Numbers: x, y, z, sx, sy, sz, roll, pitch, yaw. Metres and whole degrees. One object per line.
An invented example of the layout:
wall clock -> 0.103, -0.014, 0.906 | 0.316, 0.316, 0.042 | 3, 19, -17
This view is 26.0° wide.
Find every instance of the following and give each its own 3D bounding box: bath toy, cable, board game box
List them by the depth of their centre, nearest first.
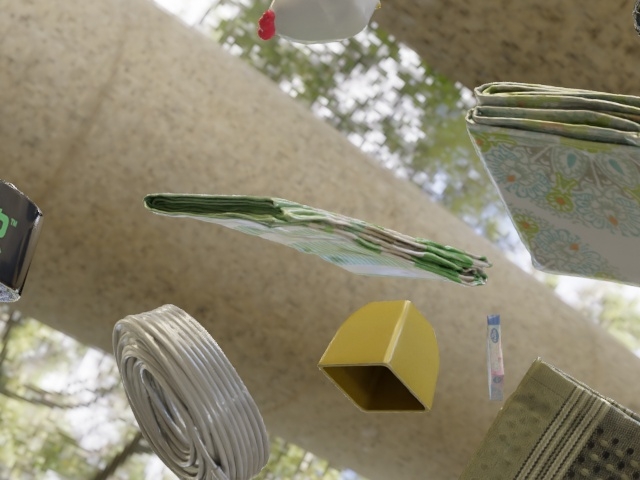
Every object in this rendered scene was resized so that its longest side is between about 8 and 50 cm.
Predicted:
bath toy -> -0.063, -0.330, 1.487 | 0.129, 0.151, 0.348 | -32, -121, 0
cable -> -0.166, 0.201, 1.743 | 0.089, 0.257, 0.257 | -27, -162, -25
board game box -> 0.239, 0.161, 1.898 | 0.020, 0.090, 0.090 | -4, -120, 4

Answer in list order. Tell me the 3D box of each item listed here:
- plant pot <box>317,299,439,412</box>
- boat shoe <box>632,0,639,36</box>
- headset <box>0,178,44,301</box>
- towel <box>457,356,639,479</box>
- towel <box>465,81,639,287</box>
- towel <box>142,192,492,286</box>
plant pot -> 0.061, 0.101, 1.269 | 0.081, 0.081, 0.083 | -6, -130, 39
boat shoe -> 0.491, -0.355, 1.766 | 0.254, 0.079, 0.095 | -44, -131, -1
headset -> -0.312, -0.055, 0.769 | 0.394, 0.243, 0.185 | 2, -108, 44
towel -> 0.260, 0.321, 1.337 | 0.312, 0.056, 0.324 | 33, -84, 13
towel -> 0.396, -0.065, 1.929 | 0.320, 0.374, 0.090 | 12, -123, 39
towel -> 0.000, 0.000, 1.553 | 0.248, 0.325, 0.038 | 5, -98, 50
